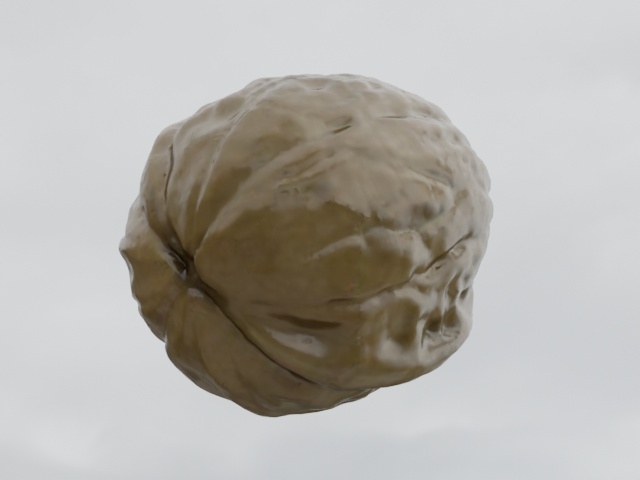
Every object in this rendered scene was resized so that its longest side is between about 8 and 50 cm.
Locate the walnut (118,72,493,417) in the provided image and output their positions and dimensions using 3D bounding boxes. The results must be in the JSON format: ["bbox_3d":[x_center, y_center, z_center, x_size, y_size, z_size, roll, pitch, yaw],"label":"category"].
[{"bbox_3d":[0.000,0.000,0.814,0.213,0.213,0.213,7,-19,2],"label":"walnut"}]
